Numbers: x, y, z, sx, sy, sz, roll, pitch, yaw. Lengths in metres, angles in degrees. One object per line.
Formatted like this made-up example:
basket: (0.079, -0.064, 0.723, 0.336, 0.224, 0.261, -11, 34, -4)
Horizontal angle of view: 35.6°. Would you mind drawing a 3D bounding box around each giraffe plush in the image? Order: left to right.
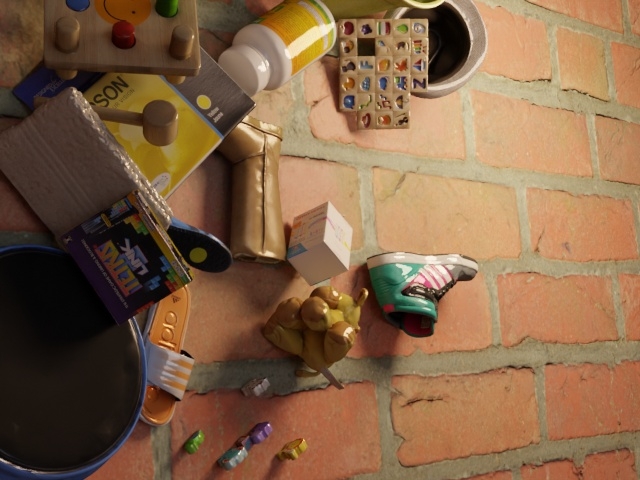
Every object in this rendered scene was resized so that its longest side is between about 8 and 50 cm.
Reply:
giraffe plush: (0.017, 0.159, 1.950, 0.210, 0.181, 0.170, 60, 41, -26)

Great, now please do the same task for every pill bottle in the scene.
pill bottle: (-0.089, -0.381, 1.973, 0.245, 0.136, 0.136, -43, 110, -39)

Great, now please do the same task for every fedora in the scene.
fedora: (0.232, -0.442, 2.269, 0.275, 0.124, 0.244, -38, 104, -20)

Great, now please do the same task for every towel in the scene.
towel: (-0.385, -0.093, 1.617, 0.282, 0.187, 0.049, 55, 16, -18)

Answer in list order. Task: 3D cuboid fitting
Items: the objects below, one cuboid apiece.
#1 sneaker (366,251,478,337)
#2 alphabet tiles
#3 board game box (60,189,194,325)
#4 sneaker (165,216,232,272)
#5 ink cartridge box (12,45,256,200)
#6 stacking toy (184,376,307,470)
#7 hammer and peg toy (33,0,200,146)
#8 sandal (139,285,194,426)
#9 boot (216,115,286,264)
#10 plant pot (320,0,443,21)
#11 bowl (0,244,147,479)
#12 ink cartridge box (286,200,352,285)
sneaker: (0.236, 0.121, 2.169, 0.295, 0.124, 0.178, 2, 75, -34)
alphabet tiles: (0.137, -0.360, 2.164, 0.198, 0.009, 0.237, -2, 99, -10)
board game box: (-0.306, 0.027, 1.586, 0.141, 0.048, 0.170, -32, 98, 5)
sneaker: (-0.252, -0.010, 1.773, 0.209, 0.082, 0.069, 23, 110, -21)
ink cartridge box: (-0.311, -0.248, 1.728, 0.307, 0.072, 0.303, 45, 58, -10)
stacking toy: (-0.135, 0.378, 1.832, 0.221, 0.052, 0.167, -40, 108, -39)
hammer and peg toy: (-0.333, -0.341, 1.644, 0.266, 0.127, 0.361, 1, 62, -15)
sandal: (-0.265, 0.188, 1.736, 0.102, 0.076, 0.265, 22, 67, -37)
boot: (-0.154, -0.100, 1.891, 0.236, 0.089, 0.270, 9, 77, -40)
plant pot: (0.101, -0.586, 2.108, 0.276, 0.254, 0.276, 10, 75, -41)
bowl: (-0.434, 0.187, 1.533, 0.391, 0.077, 0.391, 24, 54, -39)
ink cartridge box: (0.000, 0.000, 1.979, 0.090, 0.092, 0.143, 49, 29, -31)
